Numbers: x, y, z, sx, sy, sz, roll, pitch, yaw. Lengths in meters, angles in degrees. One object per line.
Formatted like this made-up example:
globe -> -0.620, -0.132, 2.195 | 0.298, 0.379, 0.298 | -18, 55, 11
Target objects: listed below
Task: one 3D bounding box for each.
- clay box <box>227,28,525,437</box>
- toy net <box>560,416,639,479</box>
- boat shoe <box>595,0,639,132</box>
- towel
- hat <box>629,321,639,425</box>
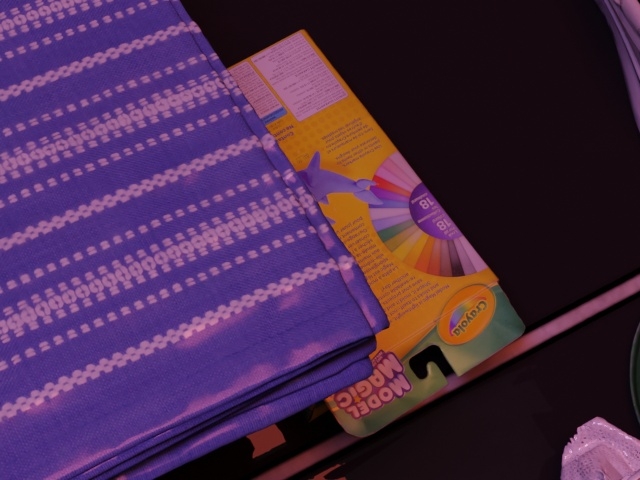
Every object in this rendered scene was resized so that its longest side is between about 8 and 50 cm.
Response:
clay box -> 0.000, 0.000, 0.871 | 0.127, 0.053, 0.222 | -30, 75, -20
toy net -> 0.207, 0.189, 0.795 | 0.122, 0.045, 0.232 | -32, 76, 11
boat shoe -> 0.210, -0.172, 0.963 | 0.096, 0.088, 0.267 | -7, 67, -12
towel -> -0.150, -0.033, 0.715 | 0.243, 0.040, 0.336 | -25, 67, -19
hat -> 0.291, 0.047, 0.822 | 0.208, 0.183, 0.173 | -14, 68, -15
